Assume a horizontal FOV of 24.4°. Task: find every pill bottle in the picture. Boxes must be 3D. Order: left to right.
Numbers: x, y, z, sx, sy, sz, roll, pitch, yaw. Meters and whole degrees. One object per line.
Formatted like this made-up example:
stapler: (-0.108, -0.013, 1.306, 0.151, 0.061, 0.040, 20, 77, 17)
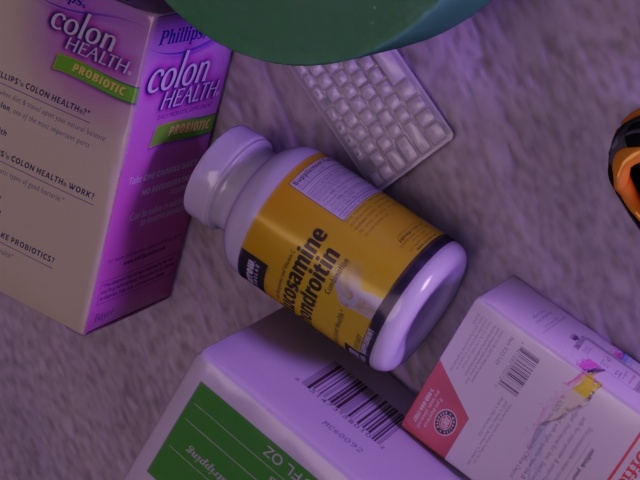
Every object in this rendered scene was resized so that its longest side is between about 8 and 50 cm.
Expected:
pill bottle: (0.000, 0.000, 1.010, 0.184, 0.103, 0.103, 34, 115, 17)

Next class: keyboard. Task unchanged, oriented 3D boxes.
keyboard: (-0.005, -0.157, 1.026, 0.072, 0.014, 0.256, -37, 84, 30)

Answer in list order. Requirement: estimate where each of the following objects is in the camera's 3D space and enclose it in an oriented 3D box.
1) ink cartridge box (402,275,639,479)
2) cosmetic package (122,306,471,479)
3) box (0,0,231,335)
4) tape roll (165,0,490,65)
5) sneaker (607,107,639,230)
ink cartridge box: (0.168, 0.129, 0.974, 0.198, 0.067, 0.115, 37, 117, 17)
cosmetic package: (-0.062, 0.251, 1.076, 0.197, 0.155, 0.365, 37, 115, 14)
box: (-0.200, -0.091, 1.086, 0.214, 0.117, 0.243, 24, 113, 21)
tape roll: (-0.004, -0.268, 0.884, 0.321, 0.077, 0.321, 12, 111, 35)
sneaker: (0.253, 0.006, 0.890, 0.215, 0.083, 0.084, 40, 115, 12)
